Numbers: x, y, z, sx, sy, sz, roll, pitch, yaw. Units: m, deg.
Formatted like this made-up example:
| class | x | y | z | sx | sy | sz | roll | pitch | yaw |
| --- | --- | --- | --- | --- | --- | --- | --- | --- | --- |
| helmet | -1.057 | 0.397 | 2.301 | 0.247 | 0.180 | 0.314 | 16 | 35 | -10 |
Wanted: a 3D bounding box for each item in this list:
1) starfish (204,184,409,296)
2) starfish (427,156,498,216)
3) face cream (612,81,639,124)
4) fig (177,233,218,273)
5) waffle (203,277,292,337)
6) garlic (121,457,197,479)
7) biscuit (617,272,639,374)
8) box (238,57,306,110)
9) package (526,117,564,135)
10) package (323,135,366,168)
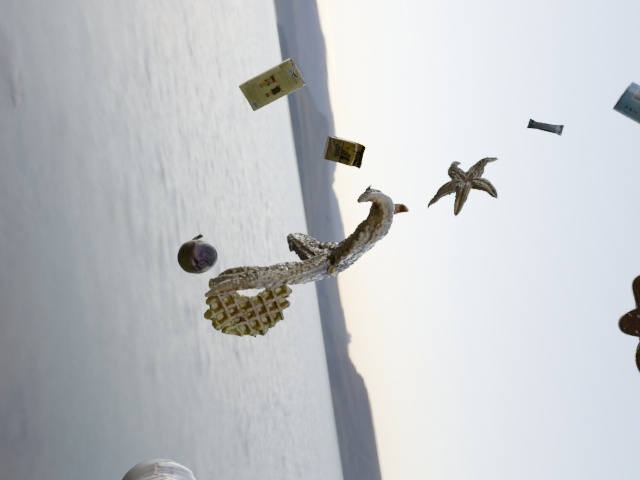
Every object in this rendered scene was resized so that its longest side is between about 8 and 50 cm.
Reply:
| class | x | y | z | sx | sy | sz | roll | pitch | yaw |
| --- | --- | --- | --- | --- | --- | --- | --- | --- | --- |
| starfish | 0.006 | 0.009 | 0.876 | 0.327 | 0.375 | 0.094 | -25 | -90 | 46 |
| starfish | 0.465 | -0.176 | 1.857 | 0.062 | 0.277 | 0.235 | 57 | 1 | -44 |
| face cream | 0.781 | -0.270 | 1.314 | 0.229 | 0.075 | 0.075 | 36 | -14 | 14 |
| fig | -0.276 | 0.029 | 1.283 | 0.098 | 0.084 | 0.082 | 41 | -10 | 49 |
| waffle | -0.158 | 0.134 | 1.274 | 0.051 | 0.194 | 0.148 | 19 | -84 | 63 |
| garlic | -0.252 | 0.522 | 1.110 | 0.245 | 0.253 | 0.245 | 164 | -90 | -71 |
| biscuit | 0.653 | 0.171 | 1.083 | 0.039 | 0.180 | 0.236 | 19 | 68 | -70 |
| box | -0.114 | -0.371 | 1.391 | 0.073 | 0.149 | 0.020 | 59 | 20 | -28 |
| package | 0.722 | -0.365 | 1.876 | 0.015 | 0.110 | 0.037 | 20 | 87 | -75 |
| package | 0.076 | -0.253 | 1.675 | 0.047 | 0.131 | 0.071 | -14 | 119 | -59 |
